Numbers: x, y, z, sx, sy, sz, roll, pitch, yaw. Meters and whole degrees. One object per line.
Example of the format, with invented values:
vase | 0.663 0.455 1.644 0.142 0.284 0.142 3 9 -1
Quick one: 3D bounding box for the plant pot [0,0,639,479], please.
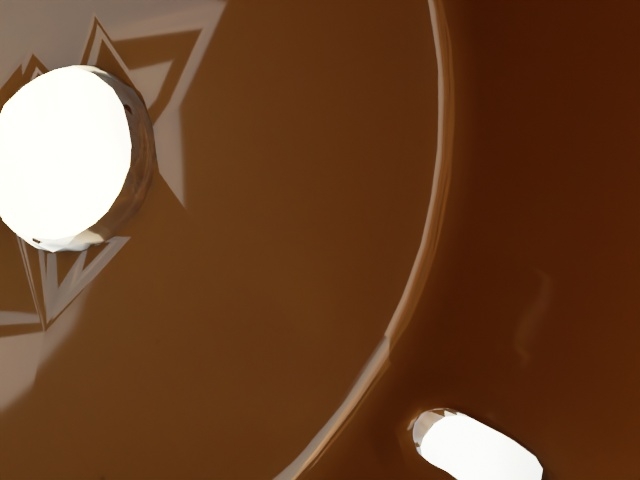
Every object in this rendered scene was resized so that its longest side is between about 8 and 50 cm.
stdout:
plant pot | 0.000 0.000 0.267 0.203 0.291 0.291 19 -58 53
